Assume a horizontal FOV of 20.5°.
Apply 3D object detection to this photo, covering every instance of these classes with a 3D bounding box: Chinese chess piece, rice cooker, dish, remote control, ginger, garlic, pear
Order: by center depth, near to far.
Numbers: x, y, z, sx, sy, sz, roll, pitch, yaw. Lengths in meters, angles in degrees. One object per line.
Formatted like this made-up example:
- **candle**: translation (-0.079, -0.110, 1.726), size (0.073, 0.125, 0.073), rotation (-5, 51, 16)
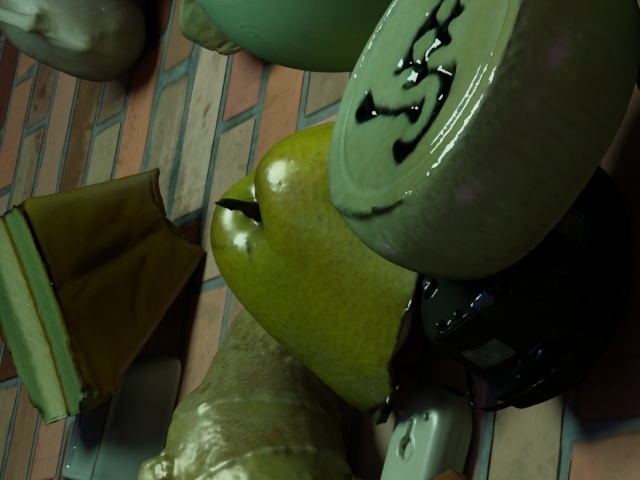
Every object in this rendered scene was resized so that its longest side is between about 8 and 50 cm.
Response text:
- **Chinese chess piece**: translation (0.105, -0.096, 1.190), size (0.250, 0.101, 0.250), rotation (-48, 26, 33)
- **rice cooker**: translation (0.144, 0.022, 1.258), size (0.142, 0.118, 0.203), rotation (-37, 33, 45)
- **remote control**: translation (0.067, 0.219, 1.379), size (0.078, 0.042, 0.221), rotation (1, 77, 64)
- **pear**: translation (0.001, -0.003, 1.425), size (0.267, 0.178, 0.267), rotation (-165, 90, -89)
- **ginger**: translation (-0.047, 0.162, 1.488), size (0.354, 0.190, 0.126), rotation (-81, -13, -60)
- **dish**: translation (-0.228, 0.231, 1.916), size (0.154, 0.064, 0.234), rotation (-5, 71, 61)
- **garlic**: translation (-0.303, -0.335, 2.204), size (0.231, 0.246, 0.340), rotation (-56, 14, 9)

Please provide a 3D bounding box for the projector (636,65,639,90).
- **projector**: translation (0.305, -0.188, 1.085), size (0.198, 0.108, 0.250), rotation (4, 79, 64)

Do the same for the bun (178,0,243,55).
- **bun**: translation (-0.079, -0.299, 1.878), size (0.237, 0.116, 0.210), rotation (-92, 15, -80)

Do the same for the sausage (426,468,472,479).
- **sausage**: translation (0.090, 0.261, 1.278), size (0.077, 0.077, 0.194), rotation (-38, 43, 49)

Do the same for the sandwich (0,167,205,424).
- **sandwich**: translation (-0.230, 0.059, 1.906), size (0.155, 0.198, 0.227), rotation (-25, 82, 54)

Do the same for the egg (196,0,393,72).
- **egg**: translation (0.027, -0.284, 1.486), size (0.389, 0.276, 0.276), rotation (-19, 58, 56)
